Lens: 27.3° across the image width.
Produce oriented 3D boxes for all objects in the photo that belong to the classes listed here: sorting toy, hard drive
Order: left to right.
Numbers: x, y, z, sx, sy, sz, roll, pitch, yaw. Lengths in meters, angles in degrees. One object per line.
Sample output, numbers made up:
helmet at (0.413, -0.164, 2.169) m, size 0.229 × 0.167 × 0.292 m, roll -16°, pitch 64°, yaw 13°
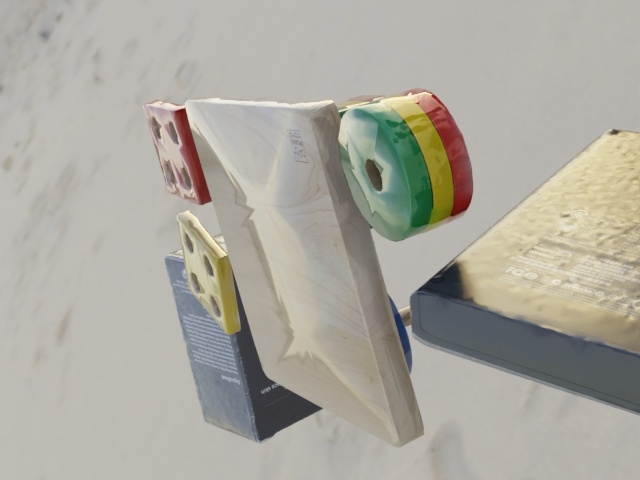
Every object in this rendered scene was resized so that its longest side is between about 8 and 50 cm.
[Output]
sorting toy at (0.000, 0.000, 0.542) m, size 0.046 × 0.132 × 0.274 m, roll -21°, pitch 15°, yaw -21°
hard drive at (0.105, 0.004, 0.431) m, size 0.094 × 0.022 × 0.135 m, roll 16°, pitch 36°, yaw 35°

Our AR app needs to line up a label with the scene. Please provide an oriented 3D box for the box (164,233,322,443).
box at (-0.033, 0.065, 1.126) m, size 0.156 × 0.158 × 0.093 m, roll -22°, pitch 18°, yaw -34°
